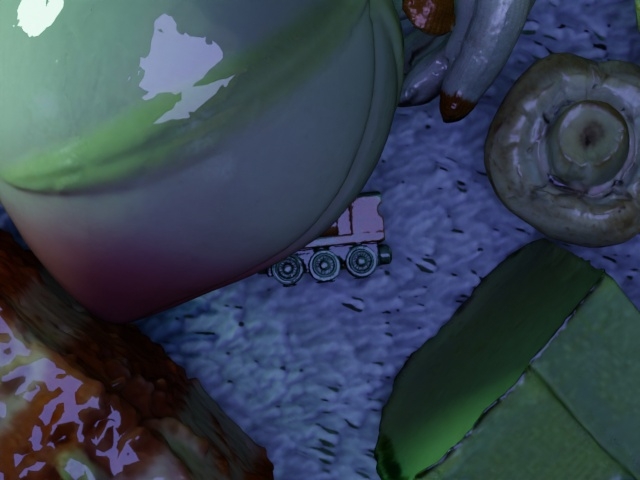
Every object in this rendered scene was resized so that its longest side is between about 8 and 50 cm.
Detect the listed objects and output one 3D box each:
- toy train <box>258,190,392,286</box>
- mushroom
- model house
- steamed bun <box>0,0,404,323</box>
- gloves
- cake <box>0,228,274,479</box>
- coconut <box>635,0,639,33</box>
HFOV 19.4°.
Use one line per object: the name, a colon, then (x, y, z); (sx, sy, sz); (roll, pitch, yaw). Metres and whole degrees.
toy train: (0.000, 0.000, 1.383); (0.103, 0.044, 0.064); (-7, 91, -1)
mushroom: (0.191, -0.066, 1.340); (0.148, 0.112, 0.148); (-1, 82, 10)
model house: (0.168, 0.141, 1.331); (0.189, 0.195, 0.214); (42, 87, -12)
steamed bun: (-0.102, -0.080, 1.261); (0.309, 0.309, 0.309); (0, 94, 1)
gloves: (0.112, -0.194, 1.323); (0.131, 0.140, 0.218); (-3, 85, -4)
cake: (-0.216, 0.173, 1.286); (0.319, 0.270, 0.269); (37, 94, -3)
coconut: (0.374, -0.185, 1.240); (0.353, 0.352, 0.352); (0, 94, 1)
